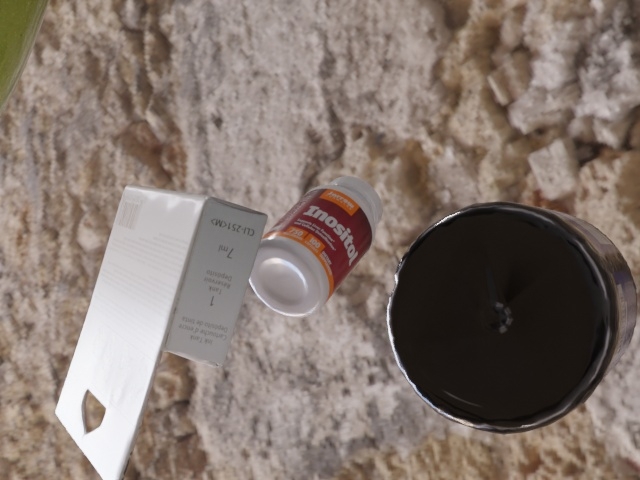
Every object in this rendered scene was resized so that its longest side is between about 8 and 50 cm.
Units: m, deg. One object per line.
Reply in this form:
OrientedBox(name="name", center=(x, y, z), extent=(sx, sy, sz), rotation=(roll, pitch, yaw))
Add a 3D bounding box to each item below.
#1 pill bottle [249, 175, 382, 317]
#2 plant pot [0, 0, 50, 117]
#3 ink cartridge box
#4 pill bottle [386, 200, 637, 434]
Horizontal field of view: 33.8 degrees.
OrientedBox(name="pill bottle", center=(0.000, 0.000, 1.015), extent=(0.086, 0.086, 0.152), rotation=(52, -138, -10))
OrientedBox(name="plant pot", center=(-0.342, -0.231, 0.897), extent=(0.275, 0.293, 0.275), rotation=(32, -144, -27))
OrientedBox(name="ink cartridge box", center=(-0.150, 0.074, 0.925), extent=(0.060, 0.275, 0.239), rotation=(17, -92, -24))
OrientedBox(name="pill bottle", center=(0.127, 0.041, 0.639), extent=(0.219, 0.123, 0.123), rotation=(2, -110, -69))
